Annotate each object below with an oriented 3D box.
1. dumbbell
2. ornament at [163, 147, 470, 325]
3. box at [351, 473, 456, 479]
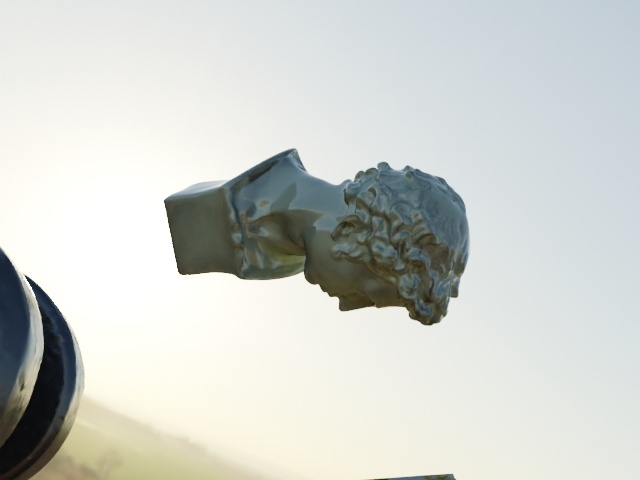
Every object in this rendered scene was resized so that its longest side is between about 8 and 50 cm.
[{"bbox_3d":[-0.220,0.069,0.720,0.152,0.153,0.218,22,-12,3],"label":"dumbbell"},{"bbox_3d":[-0.002,-0.015,1.115,0.285,0.130,0.120,13,23,30],"label":"ornament"},{"bbox_3d":[0.014,0.227,1.042,0.207,0.050,0.041,-3,-47,-7],"label":"box"}]
